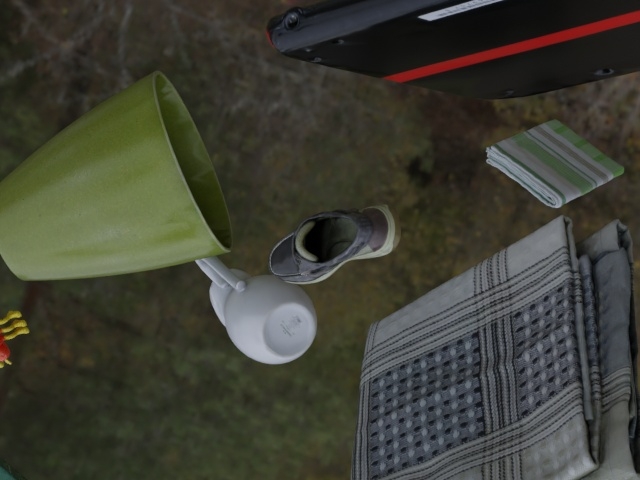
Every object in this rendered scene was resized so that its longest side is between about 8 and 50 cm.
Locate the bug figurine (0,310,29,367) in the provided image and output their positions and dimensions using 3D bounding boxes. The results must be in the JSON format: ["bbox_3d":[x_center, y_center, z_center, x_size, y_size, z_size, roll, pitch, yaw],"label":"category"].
[{"bbox_3d":[-0.586,0.103,2.123,0.279,0.072,0.216,1,124,35],"label":"bug figurine"}]

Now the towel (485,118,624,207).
[{"bbox_3d":[0.274,-0.089,1.625,0.113,0.152,0.023,41,129,23],"label":"towel"}]

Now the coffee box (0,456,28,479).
[{"bbox_3d":[-0.425,0.381,1.899,0.184,0.113,0.040,46,178,-25],"label":"coffee box"}]

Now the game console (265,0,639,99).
[{"bbox_3d":[0.202,-0.189,1.108,0.386,0.060,0.342,-11,170,39],"label":"game console"}]

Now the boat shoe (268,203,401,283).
[{"bbox_3d":[0.000,0.001,1.682,0.073,0.080,0.223,6,164,-40],"label":"boat shoe"}]

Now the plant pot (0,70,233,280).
[{"bbox_3d":[-0.311,-0.059,1.975,0.293,0.275,0.275,-22,146,6],"label":"plant pot"}]

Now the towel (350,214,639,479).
[{"bbox_3d":[0.154,0.137,1.305,0.324,0.312,0.056,-28,124,31],"label":"towel"}]

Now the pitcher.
[{"bbox_3d":[-0.103,0.089,2.036,0.178,0.125,0.207,48,169,-25],"label":"pitcher"}]
